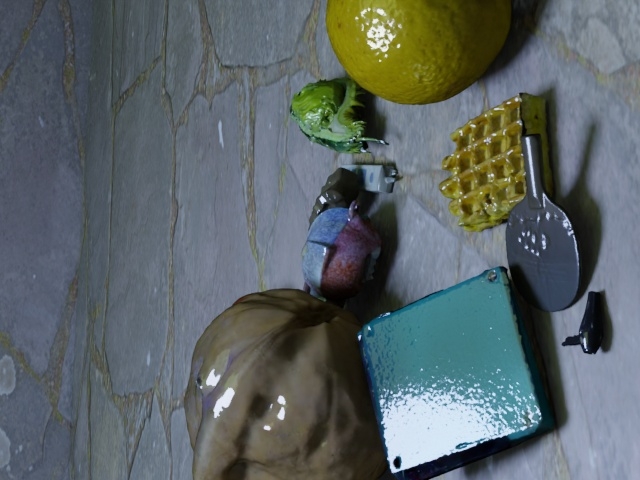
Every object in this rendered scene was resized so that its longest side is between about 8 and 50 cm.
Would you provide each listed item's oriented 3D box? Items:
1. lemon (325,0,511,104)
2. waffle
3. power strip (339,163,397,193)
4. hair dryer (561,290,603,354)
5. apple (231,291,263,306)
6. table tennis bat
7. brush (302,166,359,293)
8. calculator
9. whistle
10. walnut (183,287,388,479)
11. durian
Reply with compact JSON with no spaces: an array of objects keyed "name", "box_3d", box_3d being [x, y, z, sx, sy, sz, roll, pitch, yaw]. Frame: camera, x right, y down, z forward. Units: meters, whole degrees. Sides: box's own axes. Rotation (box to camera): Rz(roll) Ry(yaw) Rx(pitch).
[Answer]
[{"name":"lemon","box_3d":[0.143,-0.335,1.588,0.293,0.293,0.293,-28,58,57]},{"name":"waffle","box_3d":[0.242,-0.098,1.553,0.211,0.055,0.161,-29,58,55]},{"name":"power strip","box_3d":[0.081,-0.108,1.888,0.191,0.030,0.048,9,91,63]},{"name":"hair dryer","box_3d":[0.327,0.110,1.370,0.083,0.031,0.079,141,143,-62]},{"name":"apple","box_3d":[-0.113,0.170,2.068,0.146,0.130,0.147,-178,90,-69]},{"name":"table tennis bat","box_3d":[0.287,-0.021,1.413,0.131,0.022,0.235,8,108,55]},{"name":"brush","box_3d":[0.000,0.000,1.944,0.084,0.071,0.301,-56,-11,-46]},{"name":"calculator","box_3d":[0.183,0.185,1.498,0.274,0.058,0.248,-31,61,33]},{"name":"whistle","box_3d":[0.023,0.079,1.846,0.142,0.133,0.346,-77,-1,-59]},{"name":"walnut","box_3d":[-0.046,0.271,1.711,0.383,0.383,0.384,-28,58,57]},{"name":"durian","box_3d":[0.018,-0.234,1.965,0.375,0.132,0.107,-138,37,-63]}]
